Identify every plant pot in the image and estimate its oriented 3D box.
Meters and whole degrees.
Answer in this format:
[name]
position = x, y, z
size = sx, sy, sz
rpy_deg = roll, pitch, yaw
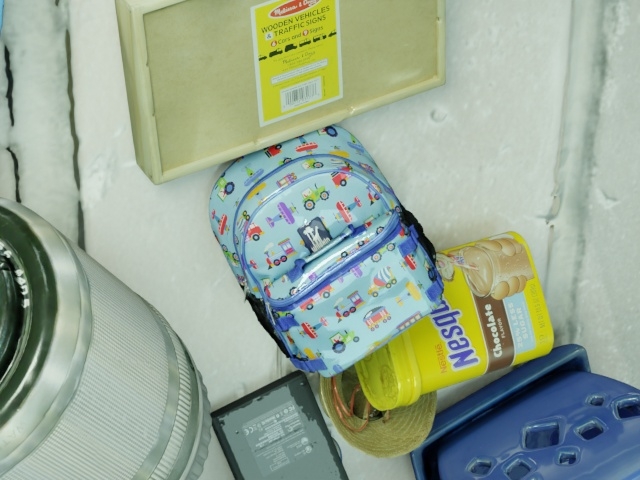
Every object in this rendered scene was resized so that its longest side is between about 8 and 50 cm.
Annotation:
[plant pot]
position = 0.223, 0.252, 1.911
size = 0.236, 0.212, 0.236
rpy_deg = -29, 135, -12

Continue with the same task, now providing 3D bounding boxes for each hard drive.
[hard drive]
position = -0.032, 0.196, 1.781
size = 0.094, 0.022, 0.135
rpy_deg = -26, 104, -15

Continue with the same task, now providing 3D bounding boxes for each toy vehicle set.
[toy vehicle set]
position = -0.024, -0.157, 1.542
size = 0.267, 0.035, 0.166
rpy_deg = -20, 133, -21

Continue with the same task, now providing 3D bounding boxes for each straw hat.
[straw hat]
position = 0.033, 0.135, 1.792
size = 0.144, 0.144, 0.061
rpy_deg = 12, 157, -40

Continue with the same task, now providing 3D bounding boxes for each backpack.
[backpack]
position = 0.000, 0.000, 1.612
size = 0.158, 0.117, 0.173
rpy_deg = -30, 119, -2

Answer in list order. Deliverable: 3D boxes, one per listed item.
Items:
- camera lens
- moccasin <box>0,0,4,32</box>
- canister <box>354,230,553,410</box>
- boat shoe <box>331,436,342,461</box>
[camera lens]
position = -0.224, 0.107, 1.460
size = 0.219, 0.219, 0.274
rpy_deg = -42, 148, 1
[moccasin]
position = -0.274, -0.160, 1.296
size = 0.117, 0.138, 0.342
rpy_deg = -7, 127, -22
[canister]
position = 0.112, 0.067, 1.760
size = 0.170, 0.073, 0.126
rpy_deg = -15, 88, -27
[boat shoe]
position = -0.043, 0.259, 1.847
size = 0.066, 0.066, 0.183
rpy_deg = 8, 109, -33
